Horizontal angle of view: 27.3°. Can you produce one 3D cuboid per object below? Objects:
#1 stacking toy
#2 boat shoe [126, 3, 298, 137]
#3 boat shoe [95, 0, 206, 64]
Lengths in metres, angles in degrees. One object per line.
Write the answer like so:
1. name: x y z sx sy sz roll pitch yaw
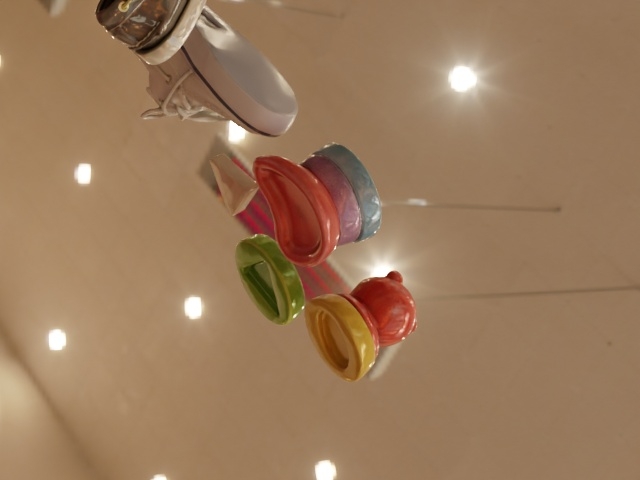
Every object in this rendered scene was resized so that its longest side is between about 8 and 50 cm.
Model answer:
1. stacking toy: 0.000 0.000 1.737 0.279 0.130 0.309 26 -44 51
2. boat shoe: -0.181 -0.218 1.760 0.367 0.135 0.156 45 -64 28
3. boat shoe: -0.153 -0.347 1.452 0.109 0.091 0.305 5 -111 51
